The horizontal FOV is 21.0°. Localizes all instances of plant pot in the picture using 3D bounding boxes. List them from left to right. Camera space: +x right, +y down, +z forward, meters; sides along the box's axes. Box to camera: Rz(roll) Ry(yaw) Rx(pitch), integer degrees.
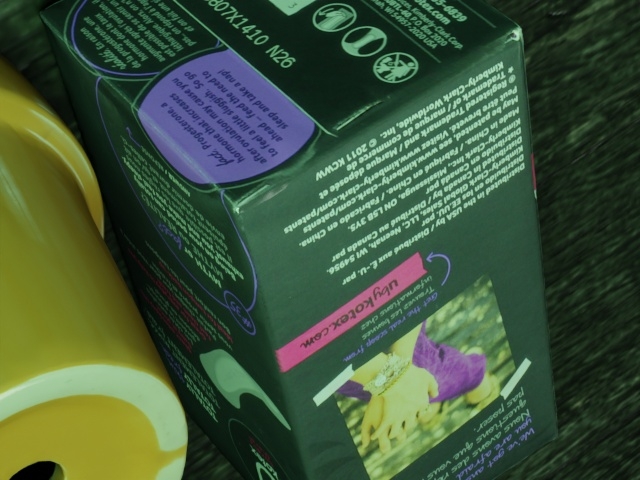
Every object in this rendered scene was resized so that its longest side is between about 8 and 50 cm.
[{"bbox_3d":[-0.153,0.046,0.675,0.205,0.188,0.205,-25,137,-25],"label":"plant pot"}]

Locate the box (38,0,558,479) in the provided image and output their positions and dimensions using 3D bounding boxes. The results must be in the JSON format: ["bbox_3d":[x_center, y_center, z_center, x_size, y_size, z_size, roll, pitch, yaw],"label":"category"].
[{"bbox_3d":[0.000,0.000,0.792,0.143,0.165,0.270,-31,140,-18],"label":"box"}]
